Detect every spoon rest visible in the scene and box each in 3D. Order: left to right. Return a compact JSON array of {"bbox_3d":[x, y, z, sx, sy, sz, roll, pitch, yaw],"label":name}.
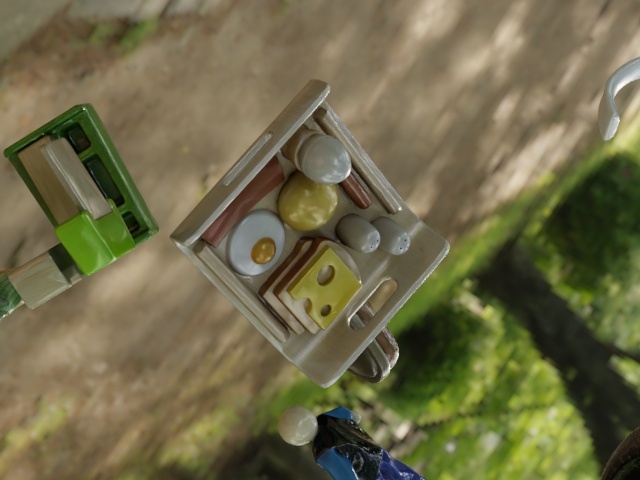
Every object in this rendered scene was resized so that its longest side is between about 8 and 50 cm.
[{"bbox_3d":[0.465,-0.198,2.164,0.276,0.084,0.137,-14,153,-12],"label":"spoon rest"}]

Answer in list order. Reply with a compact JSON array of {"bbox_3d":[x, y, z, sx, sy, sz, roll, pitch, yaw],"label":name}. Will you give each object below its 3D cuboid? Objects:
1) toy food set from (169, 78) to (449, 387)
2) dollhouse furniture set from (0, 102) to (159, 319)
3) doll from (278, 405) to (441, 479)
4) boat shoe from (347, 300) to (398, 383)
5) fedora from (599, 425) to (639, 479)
[{"bbox_3d":[0.000,0.000,1.854,0.219,0.092,0.306,-49,134,-9],"label":"toy food set"},{"bbox_3d":[-0.337,0.011,1.730,0.301,0.151,0.197,-30,-176,14],"label":"dollhouse furniture set"},{"bbox_3d":[0.039,0.213,1.677,0.046,0.189,0.129,-44,-156,24],"label":"doll"},{"bbox_3d":[0.002,0.036,2.149,0.104,0.307,0.110,-33,161,-30],"label":"boat shoe"},{"bbox_3d":[0.467,0.366,2.118,0.153,0.334,0.334,0,137,-23],"label":"fedora"}]
